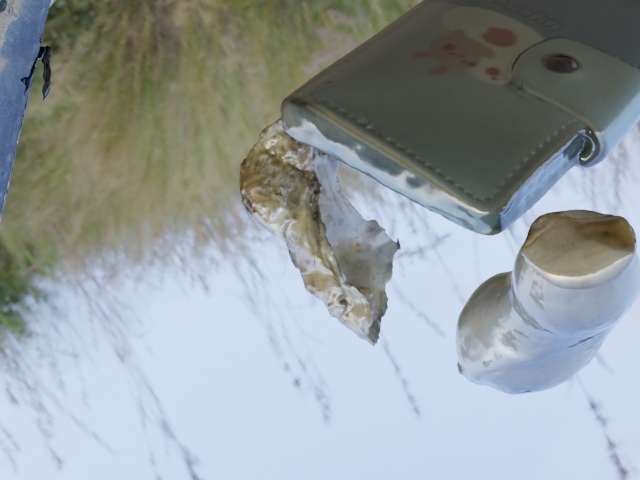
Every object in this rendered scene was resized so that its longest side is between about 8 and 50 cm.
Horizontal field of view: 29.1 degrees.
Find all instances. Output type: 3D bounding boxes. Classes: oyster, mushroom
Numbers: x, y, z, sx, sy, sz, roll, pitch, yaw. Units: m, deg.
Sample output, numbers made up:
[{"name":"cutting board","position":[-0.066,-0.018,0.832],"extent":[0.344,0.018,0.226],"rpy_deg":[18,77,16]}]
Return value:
[{"name":"oyster","position":[-0.002,-0.011,1.199],"extent":[0.107,0.233,0.161],"rpy_deg":[-23,-167,13]},{"name":"mushroom","position":[0.176,0.052,0.963],"extent":[0.109,0.351,0.097],"rpy_deg":[8,-110,-3]}]

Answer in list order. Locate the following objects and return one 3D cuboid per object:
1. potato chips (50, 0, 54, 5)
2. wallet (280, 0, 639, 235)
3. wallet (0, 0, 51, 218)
[{"name":"potato chips","position":[-0.233,-0.232,1.025],"extent":[0.202,0.049,0.150],"rpy_deg":[-60,173,-32]},{"name":"wallet","position":[0.165,-0.150,1.102],"extent":[0.252,0.083,0.360],"rpy_deg":[30,-128,29]},{"name":"wallet","position":[-0.215,-0.079,0.532],"extent":[0.046,0.190,0.379],"rpy_deg":[16,-86,64]}]
